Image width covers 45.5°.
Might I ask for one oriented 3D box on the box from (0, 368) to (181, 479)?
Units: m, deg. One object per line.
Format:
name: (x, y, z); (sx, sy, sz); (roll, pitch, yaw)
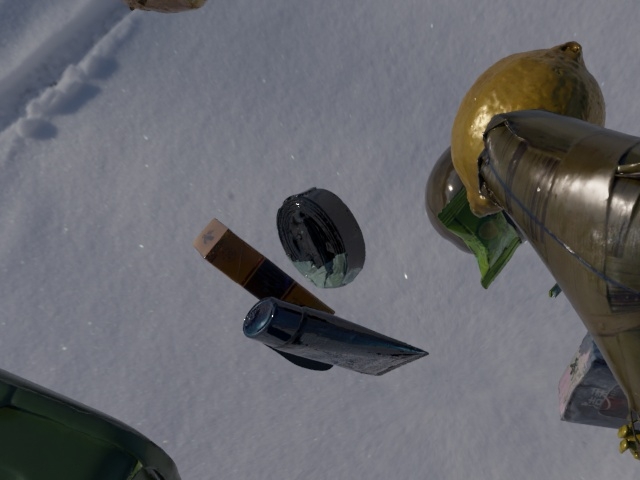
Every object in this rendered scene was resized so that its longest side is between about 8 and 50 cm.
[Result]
box: (-0.279, 0.199, 0.575); (0.329, 0.252, 0.177); (20, 60, 10)

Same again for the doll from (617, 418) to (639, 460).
doll: (0.681, 0.417, 1.507); (0.188, 0.096, 0.145); (34, 43, 19)

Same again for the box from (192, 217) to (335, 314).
box: (-0.100, 0.063, 1.307); (0.237, 0.152, 0.070); (37, 87, -19)

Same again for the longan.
longan: (0.411, -0.119, 1.864); (0.319, 0.319, 0.318); (-2, 79, 9)

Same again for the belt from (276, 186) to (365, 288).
belt: (0.000, 0.000, 1.452); (0.151, 0.078, 0.198); (-39, 81, 41)

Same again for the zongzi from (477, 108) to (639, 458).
zongzi: (0.252, 0.033, 0.741); (0.260, 0.123, 0.288); (32, 126, 50)

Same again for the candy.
candy: (0.354, -0.019, 1.650); (0.149, 0.069, 0.246); (-48, 119, -14)

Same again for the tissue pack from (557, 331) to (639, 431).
tissue pack: (0.700, 0.302, 1.578); (0.362, 0.259, 0.122); (8, 49, 3)

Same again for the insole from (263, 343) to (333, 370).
insole: (-0.073, 0.253, 1.836); (0.232, 0.003, 0.080); (24, 56, 12)

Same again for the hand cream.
hand cream: (0.022, 0.151, 1.112); (0.120, 0.271, 0.061); (-36, 42, 42)

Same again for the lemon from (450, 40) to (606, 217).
lemon: (0.272, -0.144, 1.014); (0.188, 0.188, 0.256); (34, 106, 13)

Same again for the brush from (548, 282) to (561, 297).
brush: (0.539, 0.102, 1.719); (0.021, 0.083, 0.018); (11, 124, 34)

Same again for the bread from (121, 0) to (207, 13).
bread: (-0.134, -0.358, 0.672); (0.132, 0.167, 0.294); (4, 75, 19)
